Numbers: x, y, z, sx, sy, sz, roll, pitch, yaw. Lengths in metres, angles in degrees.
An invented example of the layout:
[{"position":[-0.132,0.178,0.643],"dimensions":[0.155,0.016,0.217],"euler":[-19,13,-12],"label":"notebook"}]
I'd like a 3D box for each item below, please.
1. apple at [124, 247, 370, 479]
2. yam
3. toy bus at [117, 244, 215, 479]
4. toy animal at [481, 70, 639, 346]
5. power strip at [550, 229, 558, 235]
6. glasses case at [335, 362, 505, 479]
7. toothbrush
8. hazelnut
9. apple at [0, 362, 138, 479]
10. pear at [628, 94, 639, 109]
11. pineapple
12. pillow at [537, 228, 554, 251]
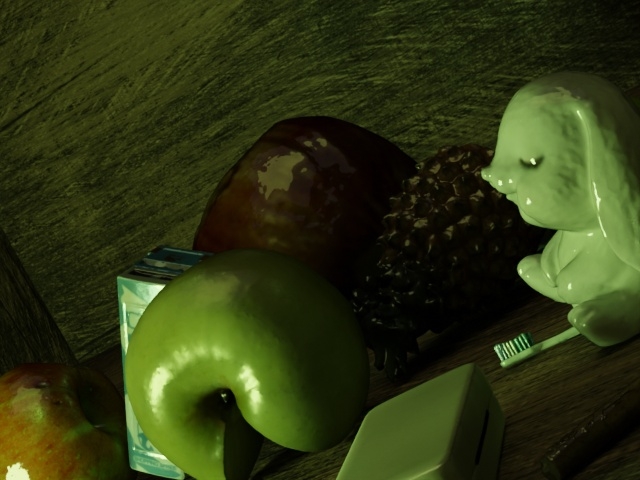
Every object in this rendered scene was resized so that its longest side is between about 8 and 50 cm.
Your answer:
[{"position":[-0.084,0.151,1.818],"dimensions":[0.292,0.292,0.254],"euler":[-27,15,24],"label":"apple"},{"position":[0.242,0.154,1.274],"dimensions":[0.145,0.032,0.032],"euler":[-33,6,-28],"label":"yam"},{"position":[-0.194,0.165,2.008],"dimensions":[0.106,0.297,0.131],"euler":[8,21,25],"label":"toy bus"},{"position":[0.287,-0.056,1.601],"dimensions":[0.206,0.265,0.272],"euler":[-26,15,0],"label":"toy animal"},{"position":[0.345,-0.001,1.939],"dimensions":[0.029,0.080,0.227],"euler":[-32,5,-6],"label":"power strip"},{"position":[0.091,0.204,1.371],"dimensions":[0.131,0.070,0.313],"euler":[-27,6,14],"label":"glasses case"},{"position":[0.334,0.067,1.669],"dimensions":[0.304,0.030,0.030],"euler":[-25,6,8],"label":"toothbrush"},{"position":[0.000,0.000,2.461],"dimensions":[0.420,0.353,0.421],"euler":[-7,37,6],"label":"hazelnut"},{"position":[-0.378,0.294,2.068],"dimensions":[0.226,0.246,0.246],"euler":[-37,3,16],"label":"apple"},{"position":[0.410,-0.146,2.165],"dimensions":[0.288,0.139,0.239],"euler":[-1,9,14],"label":"pear"},{"position":[0.144,0.048,2.012],"dimensions":[0.357,0.223,0.223],"euler":[-51,16,-29],"label":"pineapple"},{"position":[0.304,-0.039,2.302],"dimensions":[0.312,0.119,0.310],"euler":[-21,11,27],"label":"pillow"}]
